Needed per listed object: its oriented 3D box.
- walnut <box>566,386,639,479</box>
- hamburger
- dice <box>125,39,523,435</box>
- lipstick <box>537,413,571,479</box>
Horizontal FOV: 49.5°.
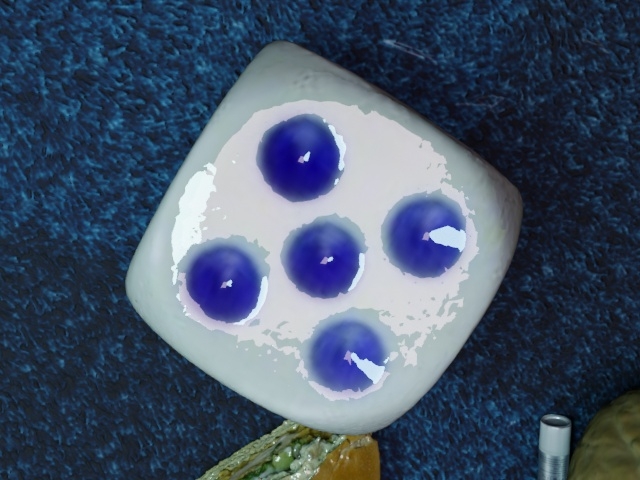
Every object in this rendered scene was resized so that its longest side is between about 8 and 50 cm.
[{"bbox_3d":[0.425,0.314,0.779,0.277,0.313,0.252,22,115,-12],"label":"walnut"},{"bbox_3d":[-0.039,0.329,0.851,0.283,0.144,0.156,-32,100,2],"label":"hamburger"},{"bbox_3d":[0.000,0.000,0.730,0.304,0.277,0.304,32,95,-5],"label":"dice"},{"bbox_3d":[0.305,0.301,0.908,0.040,0.040,0.141,0,100,-2],"label":"lipstick"}]
